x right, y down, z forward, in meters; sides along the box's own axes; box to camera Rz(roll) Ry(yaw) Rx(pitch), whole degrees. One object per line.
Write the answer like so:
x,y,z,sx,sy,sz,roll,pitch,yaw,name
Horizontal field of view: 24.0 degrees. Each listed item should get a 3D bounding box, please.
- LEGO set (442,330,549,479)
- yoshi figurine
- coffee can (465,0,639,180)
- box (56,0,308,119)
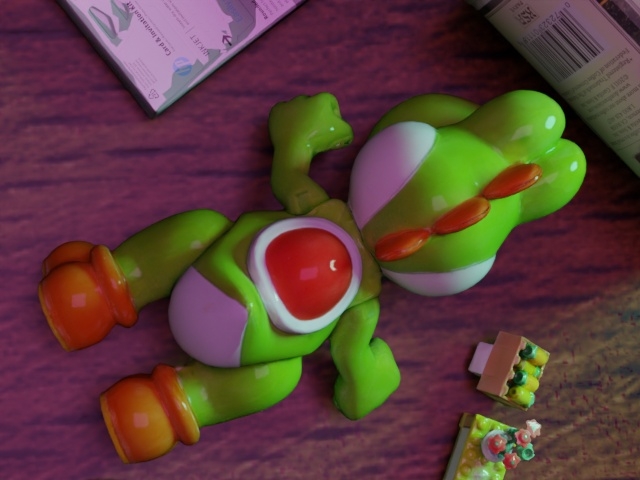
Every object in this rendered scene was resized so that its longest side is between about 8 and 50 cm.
0.079,0.186,1.036,0.287,0.107,0.132,-35,96,-15,LEGO set
0.003,0.005,1.038,0.362,0.203,0.203,-26,50,1,yoshi figurine
0.267,-0.142,1.059,0.275,0.201,0.201,46,78,-4,coffee can
-0.091,-0.199,1.077,0.186,0.038,0.145,-40,93,-13,box
